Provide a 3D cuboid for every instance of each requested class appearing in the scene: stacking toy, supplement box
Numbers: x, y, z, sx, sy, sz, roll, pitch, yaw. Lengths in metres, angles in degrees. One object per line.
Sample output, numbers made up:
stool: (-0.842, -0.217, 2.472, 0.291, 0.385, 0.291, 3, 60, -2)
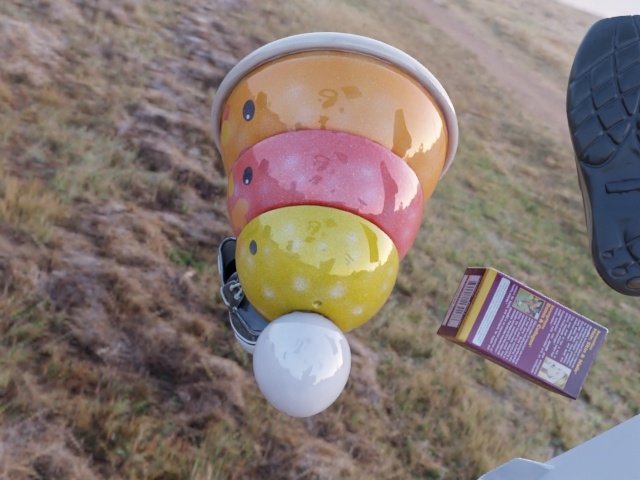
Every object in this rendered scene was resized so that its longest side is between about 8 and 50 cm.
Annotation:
stacking toy: (0.000, 0.000, 1.173, 0.351, 0.350, 0.479, 15, 51, -10)
supplement box: (0.265, 0.121, 1.198, 0.188, 0.104, 0.081, 28, -7, -12)

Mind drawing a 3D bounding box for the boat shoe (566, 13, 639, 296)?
boat shoe: (0.352, -0.097, 1.075, 0.123, 0.323, 0.120, -1, -2, 12)

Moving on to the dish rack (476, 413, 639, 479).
dish rack: (0.147, 0.156, 0.435, 0.072, 0.333, 0.285, 48, 39, 1)

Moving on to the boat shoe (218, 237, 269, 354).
boat shoe: (-0.104, 0.074, 1.267, 0.078, 0.070, 0.219, -26, 37, -4)
